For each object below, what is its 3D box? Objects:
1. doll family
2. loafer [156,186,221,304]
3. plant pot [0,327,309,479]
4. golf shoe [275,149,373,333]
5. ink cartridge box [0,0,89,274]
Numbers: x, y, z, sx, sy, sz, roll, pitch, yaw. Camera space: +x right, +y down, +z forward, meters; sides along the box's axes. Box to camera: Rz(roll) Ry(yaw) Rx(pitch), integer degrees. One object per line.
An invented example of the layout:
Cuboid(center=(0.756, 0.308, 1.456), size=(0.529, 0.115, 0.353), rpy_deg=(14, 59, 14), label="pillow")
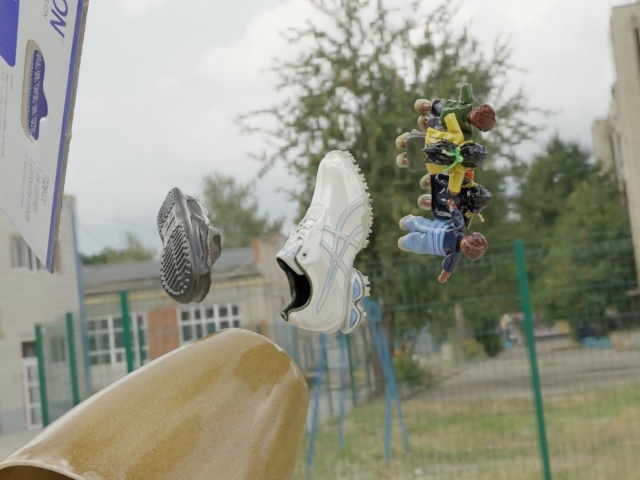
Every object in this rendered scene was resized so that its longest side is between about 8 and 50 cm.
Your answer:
Cuboid(center=(0.130, -0.057, 1.095), size=(0.076, 0.193, 0.111), rpy_deg=(-18, 19, -39), label="doll family")
Cuboid(center=(-0.161, 0.006, 1.431), size=(0.078, 0.220, 0.080), rpy_deg=(20, -60, -24), label="loafer")
Cuboid(center=(-0.121, 0.196, 0.959), size=(0.237, 0.237, 0.254), rpy_deg=(-10, 28, 39), label="plant pot")
Cuboid(center=(0.000, 0.000, 1.032), size=(0.086, 0.176, 0.069), rpy_deg=(2, -5, -30), label="golf shoe")
Cuboid(center=(-0.244, -0.180, 0.770), size=(0.072, 0.307, 0.304), rpy_deg=(-32, -23, -37), label="ink cartridge box")
